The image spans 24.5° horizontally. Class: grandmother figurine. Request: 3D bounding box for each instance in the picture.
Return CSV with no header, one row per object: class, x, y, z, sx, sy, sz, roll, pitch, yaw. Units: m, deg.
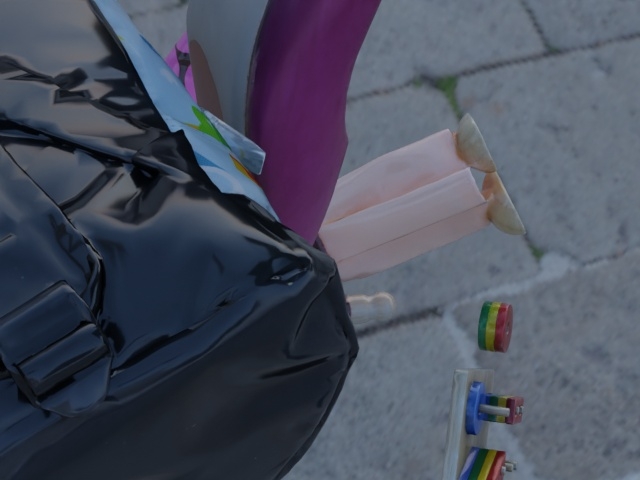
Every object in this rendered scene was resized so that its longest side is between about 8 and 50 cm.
grandmother figurine,0.000,0.000,1.338,0.342,0.104,0.208,-26,103,5

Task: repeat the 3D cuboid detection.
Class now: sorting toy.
sorting toy,0.143,0.190,1.290,0.046,0.132,0.275,6,87,17

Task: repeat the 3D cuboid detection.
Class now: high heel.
high heel,0.034,-0.132,0.678,0.181,0.377,0.127,-10,47,-13

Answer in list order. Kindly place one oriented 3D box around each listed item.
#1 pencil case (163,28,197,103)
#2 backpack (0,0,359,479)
pencil case,-0.080,-0.166,1.350,0.098,0.209,0.095,44,26,11
backpack,-0.176,-0.001,0.589,0.290,0.273,0.355,-32,62,-5
